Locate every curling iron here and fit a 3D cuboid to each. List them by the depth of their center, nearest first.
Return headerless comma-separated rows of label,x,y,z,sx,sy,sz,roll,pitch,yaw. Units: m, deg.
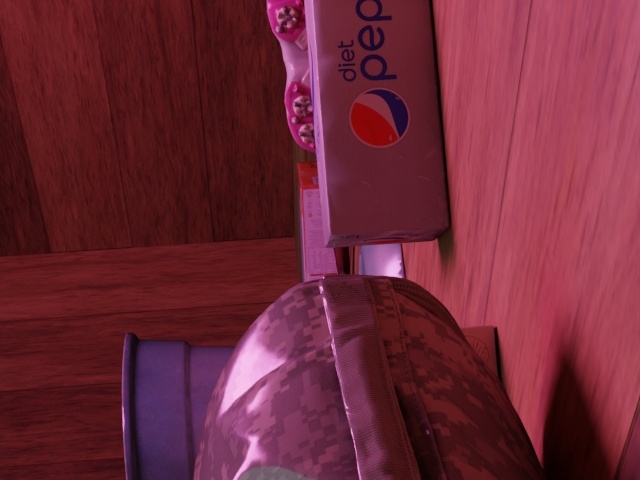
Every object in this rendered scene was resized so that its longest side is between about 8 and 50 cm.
curling iron,0.033,0.000,2.024,0.068,0.035,0.274,-103,8,-46

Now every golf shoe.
golf shoe,-0.006,-0.266,1.743,0.140,0.115,0.306,-93,1,-66

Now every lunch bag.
lunch bag,0.029,0.190,0.703,0.305,0.213,0.256,-100,7,-58

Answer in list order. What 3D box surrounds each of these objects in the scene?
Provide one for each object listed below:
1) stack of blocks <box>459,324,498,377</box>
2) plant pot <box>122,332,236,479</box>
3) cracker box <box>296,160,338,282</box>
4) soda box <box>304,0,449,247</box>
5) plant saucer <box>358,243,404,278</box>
stack of blocks,0.070,0.162,1.049,0.297,0.087,0.171,106,159,-81
plant pot,-0.095,0.289,1.985,0.341,0.334,0.341,177,90,-87
cracker box,0.000,0.000,2.322,0.155,0.067,0.232,-101,8,-71
soda box,0.040,-0.141,1.144,0.091,0.098,0.286,110,155,-83
plant saucer,0.064,0.062,1.512,0.195,0.037,0.195,177,90,-87
